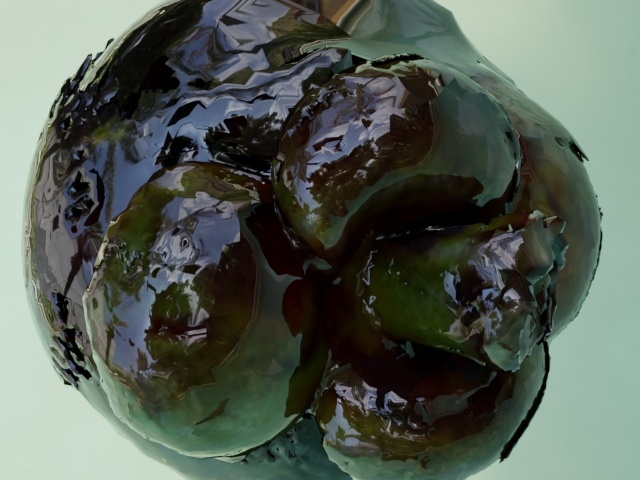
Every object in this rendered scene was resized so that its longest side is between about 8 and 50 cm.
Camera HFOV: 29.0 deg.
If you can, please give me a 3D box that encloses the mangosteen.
[{"bbox_3d":[-0.013,0.014,0.834,0.381,0.381,0.421,-44,30,14],"label":"mangosteen"}]
